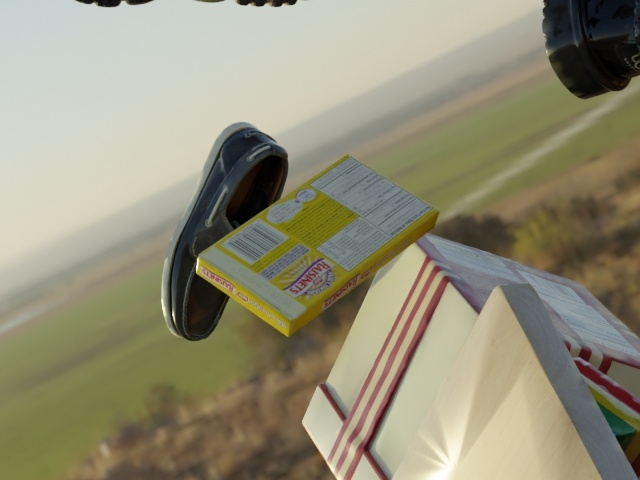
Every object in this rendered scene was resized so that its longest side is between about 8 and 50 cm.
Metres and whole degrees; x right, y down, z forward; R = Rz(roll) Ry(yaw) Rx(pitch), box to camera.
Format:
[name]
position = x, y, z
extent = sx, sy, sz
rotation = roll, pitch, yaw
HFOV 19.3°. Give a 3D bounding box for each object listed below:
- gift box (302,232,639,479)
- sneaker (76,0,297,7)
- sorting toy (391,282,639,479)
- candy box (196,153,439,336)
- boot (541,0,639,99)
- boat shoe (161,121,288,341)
[gift box]
position = 0.149, 0.161, 1.747
extent = 0.258, 0.255, 0.276
rotation = -66, 21, 13
[sneaker]
position = -0.122, -0.233, 1.389
extent = 0.275, 0.107, 0.110
rotation = 7, 30, -23
[sorting toy]
position = 0.160, 0.199, 1.213
extent = 0.089, 0.255, 0.257
rotation = -7, -37, -26
[candy box]
position = 0.000, 0.000, 1.598
extent = 0.206, 0.105, 0.027
rotation = -35, -29, -40
[boot]
position = 0.323, -0.284, 1.523
extent = 0.260, 0.348, 0.131
rotation = -14, -28, 37
[boat shoe]
position = -0.096, 0.000, 1.899
extent = 0.084, 0.233, 0.079
rotation = 8, 17, -46
